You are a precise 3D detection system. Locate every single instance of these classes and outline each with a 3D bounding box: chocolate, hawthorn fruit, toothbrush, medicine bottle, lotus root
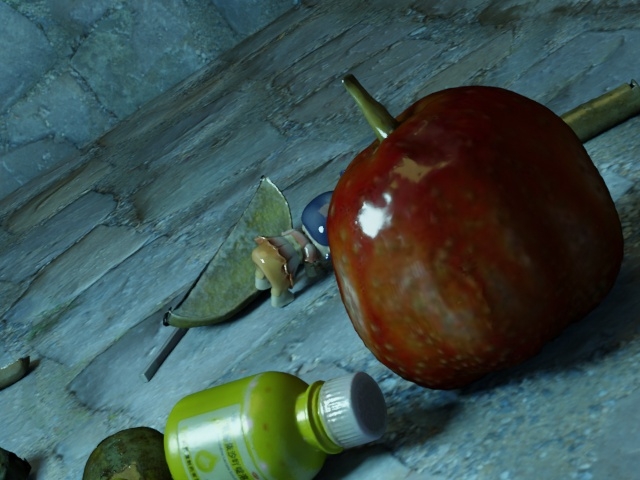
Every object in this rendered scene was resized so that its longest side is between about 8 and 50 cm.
[{"bbox_3d":[-0.496,0.214,2.029,0.101,0.031,0.064,-27,2,1],"label":"chocolate"},{"bbox_3d":[0.124,-0.028,1.270,0.287,0.330,0.287,-36,8,6],"label":"hawthorn fruit"},{"bbox_3d":[-0.200,0.132,1.814,0.017,0.014,0.194,-15,25,37],"label":"toothbrush"},{"bbox_3d":[-0.040,0.188,1.286,0.212,0.122,0.122,-20,23,29],"label":"medicine bottle"},{"bbox_3d":[-0.190,0.260,1.354,0.120,0.120,0.209,-35,19,-9],"label":"lotus root"}]

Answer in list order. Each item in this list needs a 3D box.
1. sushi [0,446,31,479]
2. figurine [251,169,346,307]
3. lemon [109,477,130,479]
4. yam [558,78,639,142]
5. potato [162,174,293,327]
[{"bbox_3d":[-0.511,0.341,1.630,0.273,0.109,0.134,-29,19,9],"label":"sushi"},{"bbox_3d":[0.000,0.000,1.718,0.195,0.102,0.111,-33,53,-16],"label":"figurine"},{"bbox_3d":[-0.169,0.327,0.936,0.316,0.285,0.285,-52,21,0],"label":"lemon"},{"bbox_3d":[0.294,-0.128,1.667,0.264,0.046,0.046,-28,20,10],"label":"yam"},{"bbox_3d":[-0.107,0.048,1.813,0.261,0.100,0.120,-57,-10,-24],"label":"potato"}]
